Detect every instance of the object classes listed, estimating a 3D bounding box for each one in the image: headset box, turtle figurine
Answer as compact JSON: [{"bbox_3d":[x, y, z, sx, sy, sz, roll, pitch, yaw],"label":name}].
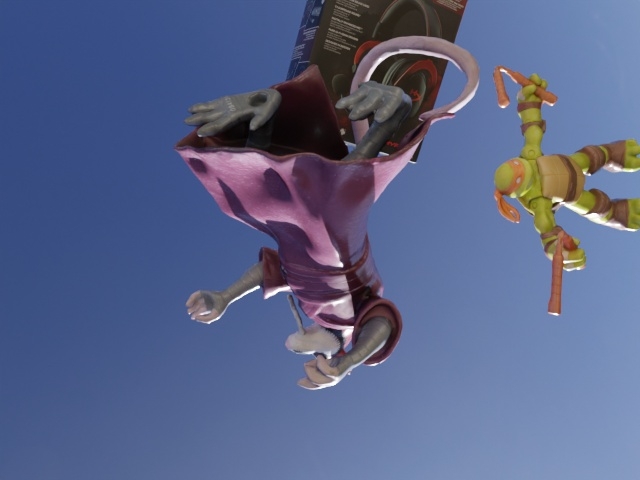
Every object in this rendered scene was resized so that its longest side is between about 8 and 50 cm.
[{"bbox_3d":[0.078,-0.291,0.797,0.218,0.110,0.293,13,-80,-22],"label":"headset box"},{"bbox_3d":[0.266,-0.053,0.573,0.218,0.087,0.269,1,-109,-28],"label":"turtle figurine"}]

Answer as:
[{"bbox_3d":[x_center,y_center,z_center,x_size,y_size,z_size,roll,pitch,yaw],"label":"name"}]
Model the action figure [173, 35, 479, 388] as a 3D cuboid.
[{"bbox_3d":[0.000,0.000,0.560,0.276,0.248,0.370,-43,-40,-27],"label":"action figure"}]
